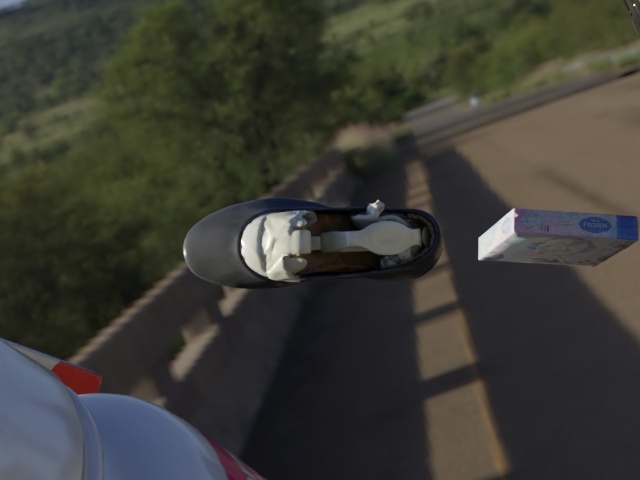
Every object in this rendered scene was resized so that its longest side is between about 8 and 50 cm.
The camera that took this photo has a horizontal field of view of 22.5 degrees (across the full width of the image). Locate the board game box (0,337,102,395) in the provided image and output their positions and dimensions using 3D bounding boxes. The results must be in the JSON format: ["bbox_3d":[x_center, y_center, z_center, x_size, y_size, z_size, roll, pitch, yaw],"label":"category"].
[{"bbox_3d":[-0.270,0.172,0.806,0.086,0.302,0.308,12,-9,29],"label":"board game box"}]

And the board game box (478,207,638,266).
[{"bbox_3d":[0.166,-0.001,1.135,0.090,0.020,0.090,3,-13,-10],"label":"board game box"}]

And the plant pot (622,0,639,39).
[{"bbox_3d":[0.275,-0.156,0.972,0.167,0.187,0.188,-29,43,9],"label":"plant pot"}]

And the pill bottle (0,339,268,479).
[{"bbox_3d":[-0.054,0.150,0.522,0.160,0.283,0.160,-27,41,26],"label":"pill bottle"}]

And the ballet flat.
[{"bbox_3d":[0.000,0.000,1.216,0.203,0.074,0.074,0,1,-15],"label":"ballet flat"}]
